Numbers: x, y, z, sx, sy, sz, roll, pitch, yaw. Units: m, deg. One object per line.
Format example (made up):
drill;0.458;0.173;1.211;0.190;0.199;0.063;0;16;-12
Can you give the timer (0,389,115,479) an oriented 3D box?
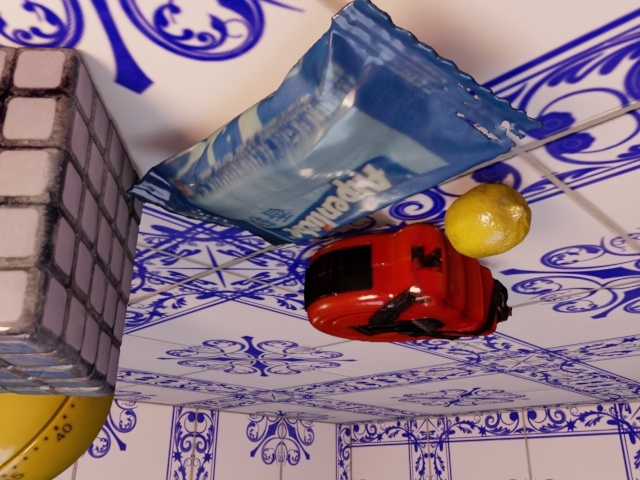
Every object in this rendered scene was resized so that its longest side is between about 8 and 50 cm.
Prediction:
timer;-0.511;0.189;0.877;0.376;0.376;0.387;-12;132;27

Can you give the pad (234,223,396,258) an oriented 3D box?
pad;0.000;0.000;0.687;0.127;0.004;0.190;-12;-179;27

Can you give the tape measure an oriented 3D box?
tape measure;0.107;0.077;0.831;0.260;0.114;0.253;-14;153;31

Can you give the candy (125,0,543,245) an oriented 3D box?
candy;-0.011;-0.065;0.491;0.187;0.077;0.331;23;152;-34

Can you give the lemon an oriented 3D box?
lemon;0.183;-0.022;0.635;0.082;0.082;0.111;9;159;-20

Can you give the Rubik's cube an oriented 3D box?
Rubik's cube;-0.300;-0.002;0.492;0.237;0.238;0.237;0;158;-3
